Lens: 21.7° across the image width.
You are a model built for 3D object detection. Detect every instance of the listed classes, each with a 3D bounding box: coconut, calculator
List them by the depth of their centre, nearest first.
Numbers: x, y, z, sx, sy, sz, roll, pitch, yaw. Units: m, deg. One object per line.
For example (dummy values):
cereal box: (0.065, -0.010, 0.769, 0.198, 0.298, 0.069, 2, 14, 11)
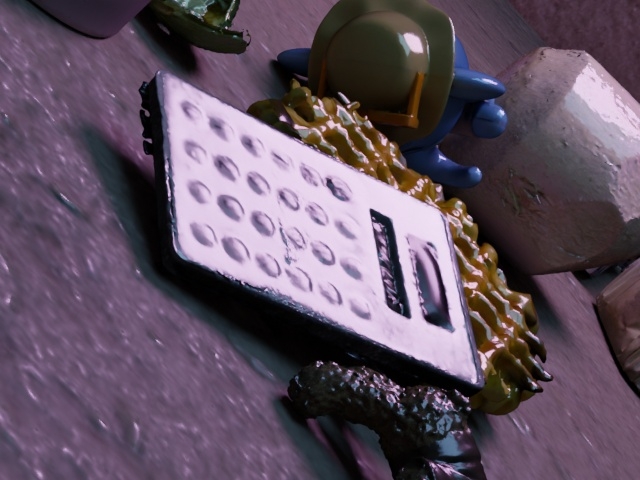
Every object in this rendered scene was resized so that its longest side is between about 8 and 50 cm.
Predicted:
calculator: (0.000, 0.000, 1.050, 0.261, 0.021, 0.161, 24, 40, -34)
coconut: (-0.109, -0.196, 1.276, 0.158, 0.055, 0.133, 57, 10, 17)
coconut: (0.243, -0.068, 1.662, 0.234, 0.224, 0.224, 49, 16, -3)

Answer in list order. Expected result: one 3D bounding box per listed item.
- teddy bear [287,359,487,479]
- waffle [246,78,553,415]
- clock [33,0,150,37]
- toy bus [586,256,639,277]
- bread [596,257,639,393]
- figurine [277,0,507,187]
teddy bear: (0.062, 0.124, 0.970, 0.160, 0.078, 0.119, 53, 12, 15)
waffle: (0.053, 0.004, 1.241, 0.329, 0.062, 0.329, 42, 22, -21)
clock: (-0.185, -0.233, 1.133, 0.197, 0.068, 0.197, 45, 16, -17)
toy bus: (0.369, -0.026, 2.058, 0.113, 0.139, 0.301, 54, 8, 11)
bread: (0.411, 0.126, 1.859, 0.192, 0.110, 0.210, 46, 16, -17)
figurine: (0.085, -0.138, 1.501, 0.180, 0.154, 0.262, 42, 16, 28)
